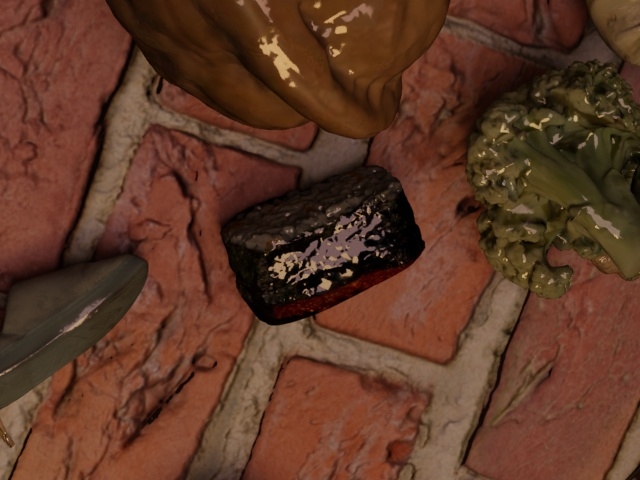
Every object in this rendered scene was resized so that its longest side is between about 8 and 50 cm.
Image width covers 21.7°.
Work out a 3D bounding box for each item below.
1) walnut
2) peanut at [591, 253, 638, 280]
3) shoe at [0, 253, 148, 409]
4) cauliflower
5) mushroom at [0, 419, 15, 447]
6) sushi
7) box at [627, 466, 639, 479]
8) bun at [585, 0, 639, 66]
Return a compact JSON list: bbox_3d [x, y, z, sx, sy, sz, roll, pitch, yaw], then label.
[{"bbox_3d":[-0.047,-0.292,1.728,0.384,0.383,0.383,-6,110,-17],"label":"walnut"},{"bbox_3d":[0.379,0.028,2.132,0.083,0.037,0.037,21,100,-22],"label":"peanut"},{"bbox_3d":[-0.310,0.087,1.888,0.251,0.103,0.100,-40,73,-17],"label":"shoe"},{"bbox_3d":[0.286,-0.053,1.951,0.260,0.281,0.327,-35,138,30],"label":"cauliflower"},{"bbox_3d":[-0.420,0.126,1.897,0.026,0.028,0.286,-51,127,-46],"label":"mushroom"},{"bbox_3d":[0.000,0.000,1.938,0.225,0.136,0.126,-26,112,-2],"label":"sushi"},{"bbox_3d":[0.516,0.442,2.314,0.180,0.047,0.325,-47,116,0],"label":"box"},{"bbox_3d":[0.437,-0.303,1.937,0.259,0.160,0.259,1,98,10],"label":"bun"}]
